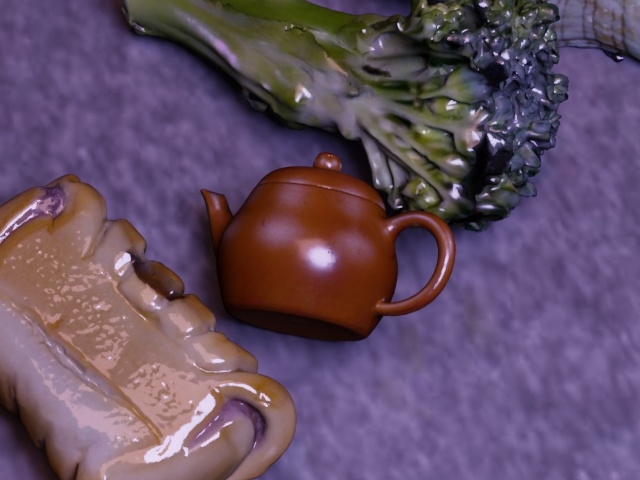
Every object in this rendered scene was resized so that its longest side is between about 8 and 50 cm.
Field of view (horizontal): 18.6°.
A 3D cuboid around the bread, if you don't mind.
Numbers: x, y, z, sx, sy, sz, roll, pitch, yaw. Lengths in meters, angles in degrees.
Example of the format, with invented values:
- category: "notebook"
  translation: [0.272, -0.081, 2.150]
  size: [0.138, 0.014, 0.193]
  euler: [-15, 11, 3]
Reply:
- category: "bread"
  translation: [-0.127, 0.070, 1.146]
  size: [0.134, 0.081, 0.225]
  euler: [-38, 75, -16]

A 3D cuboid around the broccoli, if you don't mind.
- category: "broccoli"
  translation: [0.008, -0.119, 1.238]
  size: [0.304, 0.165, 0.145]
  euler: [21, 22, 16]

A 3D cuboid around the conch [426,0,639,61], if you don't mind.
- category: "conch"
  translation: [0.111, -0.237, 1.282]
  size: [0.203, 0.169, 0.386]
  euler: [-46, 73, 3]

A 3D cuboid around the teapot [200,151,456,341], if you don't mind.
- category: "teapot"
  translation: [0.000, 0.000, 1.170]
  size: [0.173, 0.116, 0.116]
  euler: [6, 60, 25]
